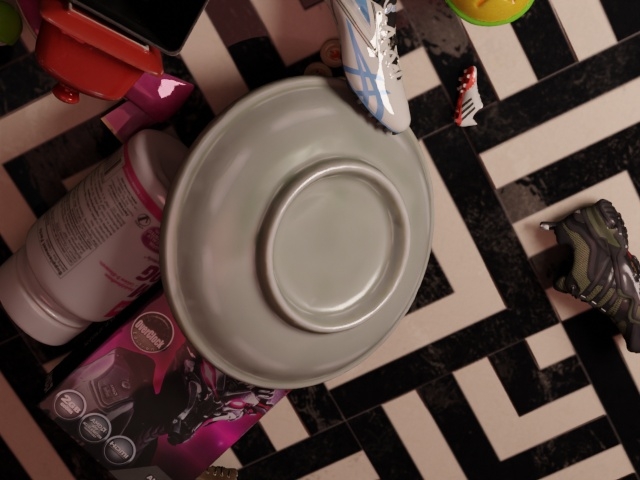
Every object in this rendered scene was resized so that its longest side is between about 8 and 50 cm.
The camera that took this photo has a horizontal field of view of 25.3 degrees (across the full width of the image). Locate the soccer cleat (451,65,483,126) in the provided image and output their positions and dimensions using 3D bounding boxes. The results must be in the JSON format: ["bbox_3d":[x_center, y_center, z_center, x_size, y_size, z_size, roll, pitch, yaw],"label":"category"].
[{"bbox_3d":[0.193,-0.184,1.826,0.035,0.029,0.083,5,117,-13],"label":"soccer cleat"}]

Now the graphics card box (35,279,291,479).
[{"bbox_3d":[-0.167,0.156,1.893,0.371,0.094,0.233,-42,108,4],"label":"graphics card box"}]

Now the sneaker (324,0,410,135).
[{"bbox_3d":[0.065,-0.244,1.739,0.086,0.085,0.237,-18,96,25],"label":"sneaker"}]

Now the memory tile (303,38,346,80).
[{"bbox_3d":[0.017,-0.177,1.831,0.113,0.012,0.148,32,110,-14],"label":"memory tile"}]

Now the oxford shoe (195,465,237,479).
[{"bbox_3d":[-0.170,0.348,2.034,0.227,0.083,0.096,39,82,-13],"label":"oxford shoe"}]

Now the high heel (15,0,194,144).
[{"bbox_3d":[-0.269,-0.240,1.763,0.117,0.082,0.244,-38,105,2],"label":"high heel"}]

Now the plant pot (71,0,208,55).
[{"bbox_3d":[-0.201,-0.359,1.660,0.187,0.167,0.188,28,111,-14],"label":"plant pot"}]

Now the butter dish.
[{"bbox_3d":[-0.275,-0.214,1.670,0.160,0.160,0.118,25,110,-20],"label":"butter dish"}]

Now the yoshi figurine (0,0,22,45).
[{"bbox_3d":[-0.544,-0.231,1.706,0.362,0.204,0.203,5,130,-6],"label":"yoshi figurine"}]

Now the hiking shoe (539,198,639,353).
[{"bbox_3d":[0.374,0.055,1.918,0.114,0.086,0.227,-16,108,20],"label":"hiking shoe"}]

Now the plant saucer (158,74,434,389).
[{"bbox_3d":[0.000,0.000,1.759,0.400,0.100,0.401,-8,106,-32],"label":"plant saucer"}]

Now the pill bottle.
[{"bbox_3d":[-0.270,0.002,1.816,0.283,0.160,0.160,-38,110,21],"label":"pill bottle"}]

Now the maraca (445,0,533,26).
[{"bbox_3d":[0.200,-0.350,1.718,0.127,0.099,0.186,-7,88,-1],"label":"maraca"}]
